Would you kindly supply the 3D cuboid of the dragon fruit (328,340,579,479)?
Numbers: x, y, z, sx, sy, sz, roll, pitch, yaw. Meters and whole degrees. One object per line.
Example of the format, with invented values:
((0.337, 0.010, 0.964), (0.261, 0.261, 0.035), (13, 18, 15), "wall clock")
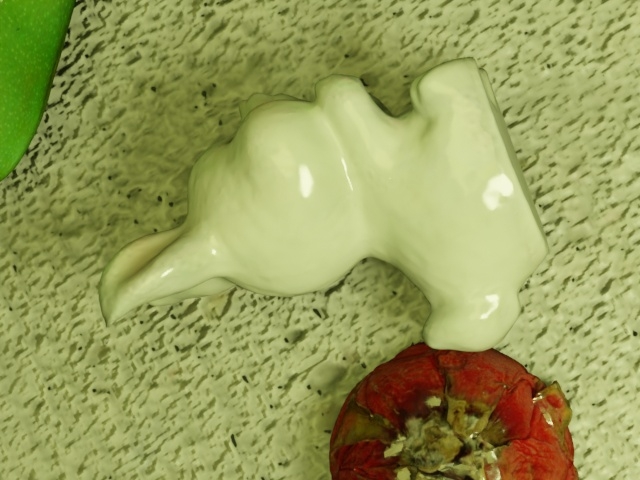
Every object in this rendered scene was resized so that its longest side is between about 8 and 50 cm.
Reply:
((0.105, 0.187, 1.490), (0.218, 0.148, 0.224), (41, 93, 12), "dragon fruit")

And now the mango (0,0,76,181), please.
((-0.314, -0.234, 1.576), (0.225, 0.201, 0.382), (-4, 88, 0), "mango")

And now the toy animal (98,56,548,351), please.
((0.001, -0.011, 1.504), (0.367, 0.196, 0.241), (-9, 86, 8), "toy animal")
